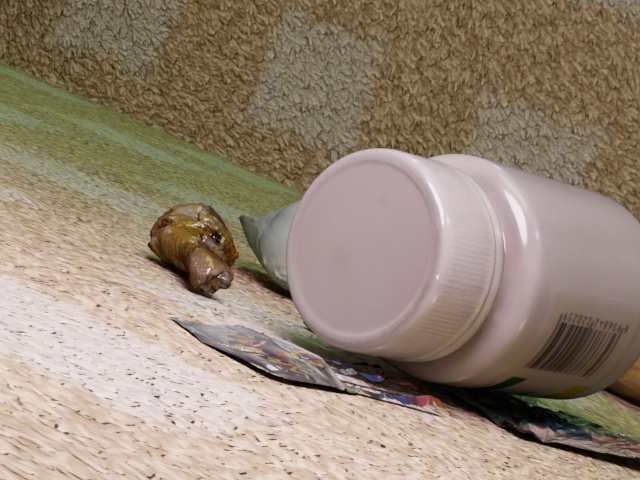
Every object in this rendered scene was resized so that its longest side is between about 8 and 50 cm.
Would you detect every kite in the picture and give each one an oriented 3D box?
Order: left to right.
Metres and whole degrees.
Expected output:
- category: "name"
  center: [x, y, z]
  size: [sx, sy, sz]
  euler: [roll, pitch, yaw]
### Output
- category: "kite"
  center: [-0.002, 0.102, 1.582]
  size: [0.245, 0.015, 0.141]
  euler: [18, 9, -43]
- category: "kite"
  center: [0.198, 0.161, 1.882]
  size: [0.406, 0.014, 0.368]
  euler: [22, 5, 6]

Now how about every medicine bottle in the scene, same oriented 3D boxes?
- category: "medicine bottle"
  center: [0.140, 0.031, 1.777]
  size: [0.208, 0.208, 0.340]
  euler: [26, 9, 40]

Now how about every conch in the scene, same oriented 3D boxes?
- category: "conch"
  center: [-0.002, 0.005, 2.104]
  size: [0.185, 0.121, 0.221]
  euler: [22, 1, 3]

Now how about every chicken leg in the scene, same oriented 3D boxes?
- category: "chicken leg"
  center: [-0.117, 0.013, 1.854]
  size: [0.085, 0.069, 0.198]
  euler: [46, 4, -17]

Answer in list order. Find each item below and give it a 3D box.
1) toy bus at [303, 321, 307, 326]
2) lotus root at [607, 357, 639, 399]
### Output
- category: "toy bus"
  center: [0.022, 0.055, 1.857]
  size: [0.046, 0.083, 0.038]
  euler: [37, 9, 24]
- category: "lotus root"
  center: [0.399, 0.123, 2.543]
  size: [0.169, 0.151, 0.343]
  euler: [-7, 11, -24]
